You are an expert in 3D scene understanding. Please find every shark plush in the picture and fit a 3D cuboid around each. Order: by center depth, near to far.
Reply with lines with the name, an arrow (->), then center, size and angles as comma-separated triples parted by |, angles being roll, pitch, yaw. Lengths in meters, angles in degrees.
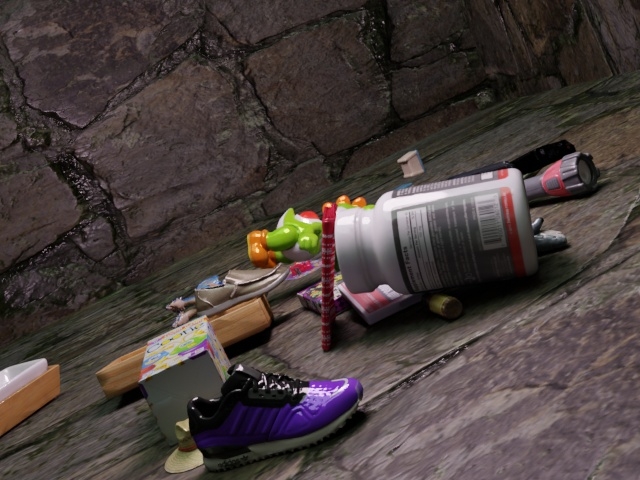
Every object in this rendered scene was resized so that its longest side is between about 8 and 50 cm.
shark plush -> 0.412, 0.015, 1.585 | 0.161, 0.073, 0.067 | -19, 41, 5

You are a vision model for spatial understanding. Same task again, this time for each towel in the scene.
towel -> 0.019, 0.069, 1.637 | 0.031, 0.274, 0.199 | 1, 12, 2

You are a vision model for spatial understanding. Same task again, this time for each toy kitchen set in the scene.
toy kitchen set -> 0.291, -0.215, 2.661 | 0.122, 0.166, 0.207 | -31, 13, -31

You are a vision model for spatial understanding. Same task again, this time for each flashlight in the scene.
flashlight -> 0.533, -0.135, 1.942 | 0.304, 0.103, 0.103 | -17, 50, 52

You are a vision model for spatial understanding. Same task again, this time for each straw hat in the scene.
straw hat -> -0.222, 0.337, 1.365 | 0.145, 0.061, 0.144 | -23, 10, 4

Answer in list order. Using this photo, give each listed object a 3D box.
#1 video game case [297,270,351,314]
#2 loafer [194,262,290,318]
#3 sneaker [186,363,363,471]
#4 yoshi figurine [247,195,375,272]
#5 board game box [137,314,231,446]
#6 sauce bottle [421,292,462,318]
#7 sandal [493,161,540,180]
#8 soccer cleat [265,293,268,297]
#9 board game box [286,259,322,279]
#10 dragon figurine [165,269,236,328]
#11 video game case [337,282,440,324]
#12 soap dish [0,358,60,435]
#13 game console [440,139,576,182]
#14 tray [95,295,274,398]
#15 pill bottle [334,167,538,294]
video game case -> 0.078, 0.105, 1.894 | 0.232, 0.041, 0.210 | -27, 11, -14
loafer -> -0.195, 0.108, 1.906 | 0.251, 0.087, 0.094 | -24, 1, -5
sneaker -> -0.084, 0.254, 1.233 | 0.293, 0.146, 0.102 | -22, 11, 12
yoshi figurine -> 0.005, 0.022, 2.075 | 0.362, 0.203, 0.203 | -18, 24, 7
board game box -> -0.261, 0.268, 1.564 | 0.144, 0.142, 0.275 | -25, 11, -5
sauce bottle -> 0.228, 0.120, 1.493 | 0.042, 0.042, 0.128 | -26, 9, -9
sandal -> 0.487, -0.171, 2.228 | 0.303, 0.086, 0.120 | -18, 12, 29
soccer cleat -> -0.200, 0.177, 2.113 | 0.076, 0.068, 0.196 | 4, 32, 48
board game box -> -0.058, 0.075, 2.371 | 0.133, 0.033, 0.169 | -31, 13, -31
dragon figurine -> -0.267, 0.137, 2.045 | 0.289, 0.085, 0.144 | -29, 8, -41
video game case -> 0.196, 0.080, 1.705 | 0.285, 0.025, 0.204 | -24, 20, -9
soap dish -> -0.867, 0.442, 2.115 | 0.229, 0.118, 0.291 | -16, 13, 36
game console -> 0.453, -0.173, 1.989 | 0.361, 0.043, 0.213 | -17, -5, -18
tray -> -0.316, 0.251, 1.899 | 0.411, 0.076, 0.203 | -25, 2, 0
pill bottle -> 0.224, -0.008, 1.523 | 0.363, 0.210, 0.210 | -10, 14, 16
